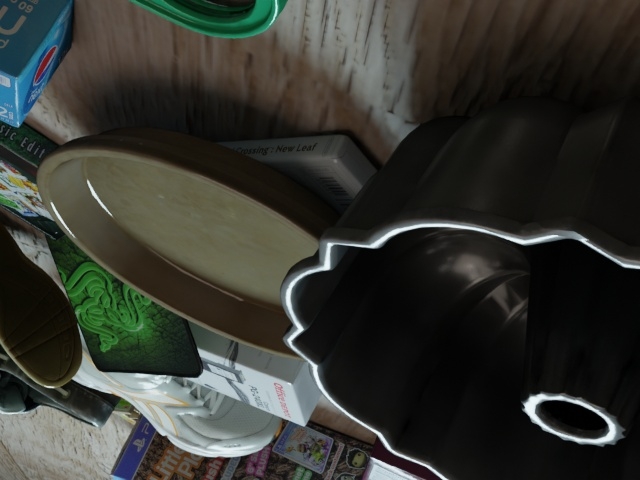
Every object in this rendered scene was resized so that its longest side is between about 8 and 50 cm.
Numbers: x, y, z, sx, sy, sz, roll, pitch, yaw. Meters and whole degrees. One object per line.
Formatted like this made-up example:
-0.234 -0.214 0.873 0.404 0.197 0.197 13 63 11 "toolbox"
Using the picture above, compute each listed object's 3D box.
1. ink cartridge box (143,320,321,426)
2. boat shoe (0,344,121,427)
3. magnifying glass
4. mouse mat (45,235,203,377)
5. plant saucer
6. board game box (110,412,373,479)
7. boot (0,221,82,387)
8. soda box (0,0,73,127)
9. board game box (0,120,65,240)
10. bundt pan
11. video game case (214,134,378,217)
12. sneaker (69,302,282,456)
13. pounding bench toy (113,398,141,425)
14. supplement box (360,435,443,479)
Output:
-0.072 0.101 1.008 0.151 0.063 0.109 19 154 17 "ink cartridge box"
-0.362 0.145 1.309 0.335 0.119 0.121 4 148 39 "boat shoe"
-0.122 -0.158 0.587 0.231 0.026 0.092 14 154 20 "magnifying glass"
-0.179 0.051 0.977 0.190 0.007 0.152 -5 107 51 "mouse mat"
-0.069 0.005 0.783 0.278 0.041 0.278 21 157 9 "plant saucer"
-0.068 0.300 1.312 0.291 0.141 0.232 18 155 15 "board game box"
-0.335 0.057 1.114 0.165 0.077 0.213 -14 112 57 "boot"
-0.259 -0.155 0.661 0.210 0.071 0.067 27 155 -4 "soda box"
-0.299 -0.090 0.886 0.260 0.030 0.136 35 156 -20 "board game box"
0.150 0.044 0.590 0.331 0.124 0.331 19 151 11 "bundt pan"
0.000 0.000 0.786 0.193 0.023 0.212 1 147 42 "video game case"
-0.157 0.138 1.132 0.262 0.099 0.121 25 152 -2 "sneaker"
-0.208 0.205 1.364 0.065 0.052 0.083 41 152 -30 "pounding bench toy"
0.089 0.186 0.974 0.081 0.104 0.188 22 155 8 "supplement box"
